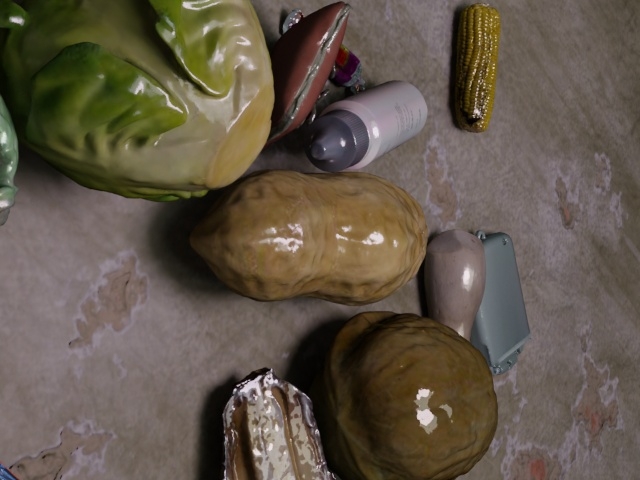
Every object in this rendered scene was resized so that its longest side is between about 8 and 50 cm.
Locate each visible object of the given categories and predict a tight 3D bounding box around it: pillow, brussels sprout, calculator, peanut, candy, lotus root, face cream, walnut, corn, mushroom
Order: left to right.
[{"bbox_3d":[-0.185,-0.174,1.068,0.294,0.227,0.259,34,76,3],"label":"brussels sprout"},{"bbox_3d":[-0.064,0.321,1.359,0.167,0.078,0.329,-14,97,-33],"label":"lotus root"},{"bbox_3d":[-0.031,-0.190,1.319,0.075,0.171,0.179,30,69,-18],"label":"pillow"},{"bbox_3d":[0.000,0.000,1.339,0.387,0.192,0.169,-1,107,-49],"label":"peanut"},{"bbox_3d":[0.013,-0.248,1.459,0.175,0.043,0.045,33,77,-44],"label":"candy"},{"bbox_3d":[0.054,-0.145,1.403,0.311,0.092,0.092,-36,118,-64],"label":"face cream"},{"bbox_3d":[0.112,0.213,1.441,0.283,0.227,0.283,25,54,-39],"label":"walnut"},{"bbox_3d":[0.200,0.089,1.643,0.097,0.088,0.212,8,91,-39],"label":"mushroom"},{"bbox_3d":[0.244,-0.271,1.700,0.072,0.072,0.203,7,86,-48],"label":"corn"},{"bbox_3d":[0.281,0.099,1.764,0.141,0.045,0.246,-29,112,-44],"label":"calculator"}]

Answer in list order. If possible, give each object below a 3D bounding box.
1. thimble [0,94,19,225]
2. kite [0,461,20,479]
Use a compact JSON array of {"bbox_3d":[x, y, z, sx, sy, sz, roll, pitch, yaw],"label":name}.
[{"bbox_3d":[-0.377,-0.080,0.946,0.219,0.150,0.219,0,90,-48],"label":"thimble"},{"bbox_3d":[-0.359,0.294,1.073,0.321,0.016,0.234,-6,96,-48],"label":"kite"}]
